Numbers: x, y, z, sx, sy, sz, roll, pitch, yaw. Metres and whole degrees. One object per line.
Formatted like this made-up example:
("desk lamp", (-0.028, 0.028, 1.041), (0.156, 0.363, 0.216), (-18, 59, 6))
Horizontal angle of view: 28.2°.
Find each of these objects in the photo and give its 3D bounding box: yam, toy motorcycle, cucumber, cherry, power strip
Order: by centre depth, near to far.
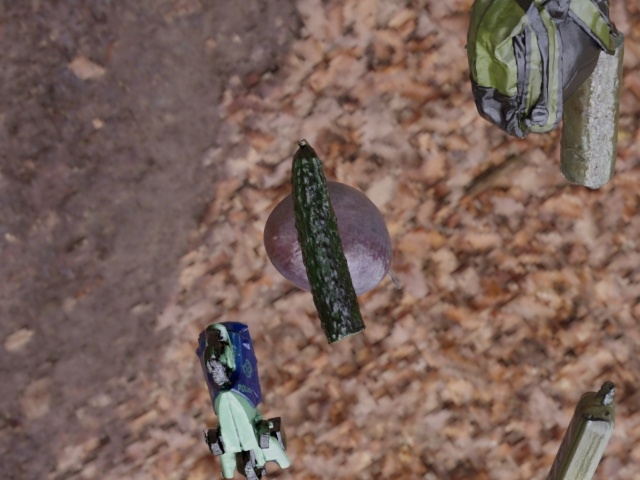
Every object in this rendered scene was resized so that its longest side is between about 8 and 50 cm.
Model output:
("cucumber", (0.000, 0.000, 1.816), (0.067, 0.293, 0.067), (-14, 173, -2))
("yam", (0.396, -0.190, 1.869), (0.093, 0.093, 0.259), (-23, 132, -20))
("power strip", (0.399, 0.393, 2.078), (0.092, 0.066, 0.387), (-62, 171, -67))
("cherry", (0.018, 0.000, 2.190), (0.266, 0.213, 0.183), (8, 126, -41))
("toy motorcycle", (-0.148, 0.270, 2.225), (0.125, 0.196, 0.331), (-11, 121, 6))

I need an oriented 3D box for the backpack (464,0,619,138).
("backpack", (0.272, -0.253, 1.593), (0.207, 0.140, 0.253), (-50, 152, -12))
